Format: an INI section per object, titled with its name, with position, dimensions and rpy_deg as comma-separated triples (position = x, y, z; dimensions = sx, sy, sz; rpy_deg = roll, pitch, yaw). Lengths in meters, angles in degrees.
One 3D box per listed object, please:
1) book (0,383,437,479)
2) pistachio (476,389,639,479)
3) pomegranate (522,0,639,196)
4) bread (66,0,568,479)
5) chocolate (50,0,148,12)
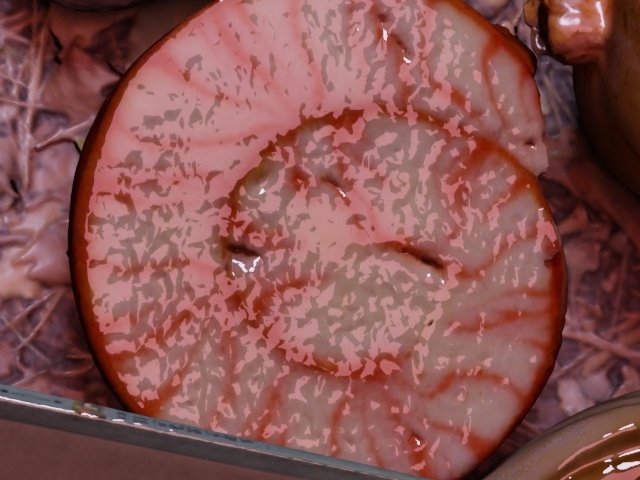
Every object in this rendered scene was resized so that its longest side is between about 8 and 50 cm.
[book]
position = -0.087, 0.194, 0.912
dimensions = 0.282, 0.025, 0.215
rpy_deg = 15, 117, -9
[pistachio]
position = 0.187, 0.193, 0.964
dimensions = 0.288, 0.197, 0.166
rpy_deg = -29, 43, -3
[pomegranate]
position = 0.259, -0.120, 0.978
dimensions = 0.270, 0.252, 0.229
rpy_deg = 9, 97, -15
[bread]
position = -0.003, 0.003, 0.960
dimensions = 0.295, 0.114, 0.328
rpy_deg = -3, 91, -11
[chocolate]
position = -0.075, -0.202, 1.006
dimensions = 0.248, 0.110, 0.110
rpy_deg = -6, 81, -12
